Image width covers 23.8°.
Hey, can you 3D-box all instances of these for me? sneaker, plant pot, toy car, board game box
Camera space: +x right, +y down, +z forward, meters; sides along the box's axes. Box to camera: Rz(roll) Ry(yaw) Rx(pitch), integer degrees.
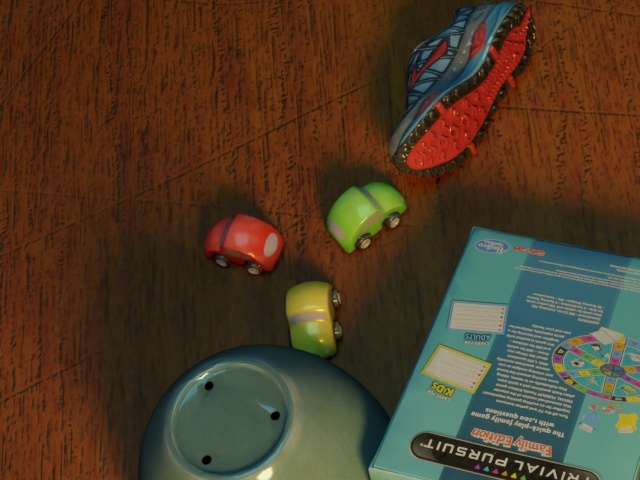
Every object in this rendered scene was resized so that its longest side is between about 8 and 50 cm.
[{"bbox_3d":[0.151,-0.182,1.830,0.125,0.104,0.262,18,61,42],"label":"sneaker"},{"bbox_3d":[-0.070,0.223,1.573,0.290,0.195,0.290,-7,59,11],"label":"plant pot"},{"bbox_3d":[0.000,0.000,1.770,0.225,0.053,0.239,-38,58,-9],"label":"toy car"},{"bbox_3d":[0.228,0.152,1.568,0.254,0.079,0.336,11,52,21],"label":"board game box"}]
